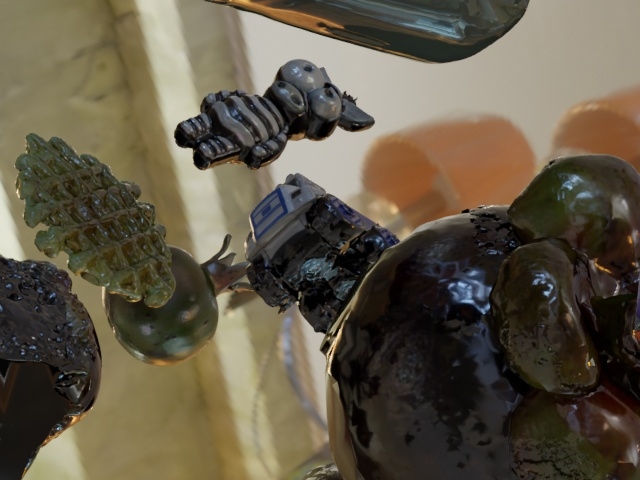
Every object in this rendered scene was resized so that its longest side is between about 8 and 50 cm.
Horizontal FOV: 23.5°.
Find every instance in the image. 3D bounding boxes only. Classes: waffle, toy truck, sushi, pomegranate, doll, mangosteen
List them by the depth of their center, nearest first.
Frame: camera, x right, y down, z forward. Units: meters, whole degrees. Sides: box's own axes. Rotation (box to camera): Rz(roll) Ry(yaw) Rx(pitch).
[{"bbox_3d":[-0.202,-0.020,1.380,0.036,0.169,0.183,-45,-141,20],"label":"waffle"},{"bbox_3d":[-0.042,-0.120,1.465,0.091,0.219,0.067,47,-44,22],"label":"doll"},{"bbox_3d":[0.184,0.124,1.489,0.381,0.381,0.421,44,-37,24],"label":"mangosteen"},{"bbox_3d":[-0.366,0.132,1.794,0.227,0.212,0.215,35,-66,53],"label":"sushi"},{"bbox_3d":[0.000,0.000,1.980,0.161,0.213,0.177,-42,-138,19],"label":"toy truck"},{"bbox_3d":[-0.200,0.075,2.188,0.181,0.224,0.181,50,-22,29],"label":"pomegranate"}]

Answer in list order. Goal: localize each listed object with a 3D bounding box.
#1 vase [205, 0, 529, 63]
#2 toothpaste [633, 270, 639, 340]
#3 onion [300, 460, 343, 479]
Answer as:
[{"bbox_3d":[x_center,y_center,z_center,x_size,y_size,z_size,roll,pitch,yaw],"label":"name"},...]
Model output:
[{"bbox_3d":[-0.027,-0.225,1.113,0.251,0.300,0.156,38,-62,51],"label":"vase"},{"bbox_3d":[0.271,-0.008,1.191,0.040,0.196,0.047,27,-36,-22],"label":"toothpaste"},{"bbox_3d":[0.039,0.410,2.138,0.281,0.221,0.281,-53,-153,42],"label":"onion"}]
